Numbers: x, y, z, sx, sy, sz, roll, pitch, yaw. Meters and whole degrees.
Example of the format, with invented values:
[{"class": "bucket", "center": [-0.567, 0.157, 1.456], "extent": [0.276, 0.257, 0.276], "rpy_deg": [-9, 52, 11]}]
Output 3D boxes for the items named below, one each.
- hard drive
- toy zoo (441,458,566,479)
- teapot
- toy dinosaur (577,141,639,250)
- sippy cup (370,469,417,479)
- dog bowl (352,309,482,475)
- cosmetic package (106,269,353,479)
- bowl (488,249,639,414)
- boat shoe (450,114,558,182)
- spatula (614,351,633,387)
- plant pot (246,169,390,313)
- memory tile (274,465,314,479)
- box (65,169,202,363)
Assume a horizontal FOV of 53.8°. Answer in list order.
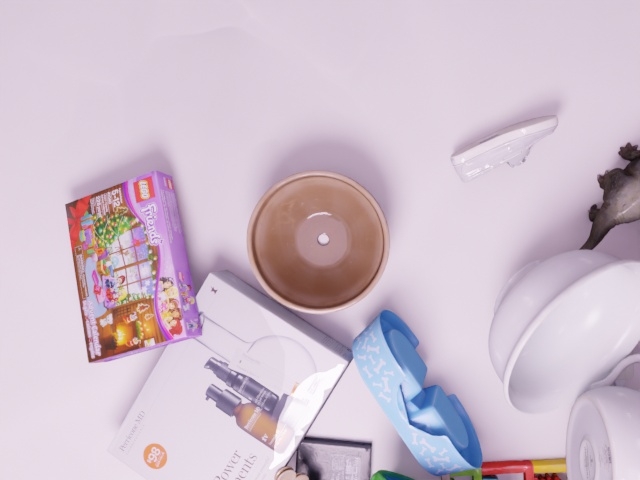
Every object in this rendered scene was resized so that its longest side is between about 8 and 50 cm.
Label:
[{"class": "hard drive", "center": [0.022, 0.409, 1.142], "extent": [0.135, 0.022, 0.094], "rpy_deg": [4, 93, 6]}, {"class": "toy zoo", "center": [0.364, 0.482, 1.104], "extent": [0.293, 0.030, 0.192], "rpy_deg": [-5, 92, 7]}, {"class": "teapot", "center": [0.500, 0.341, 0.963], "extent": [0.187, 0.252, 0.256], "rpy_deg": [2, 108, 3]}, {"class": "toy dinosaur", "center": [0.501, -0.087, 0.995], "extent": [0.314, 0.160, 0.121], "rpy_deg": [-30, 89, 6]}, {"class": "sippy cup", "center": [0.151, 0.512, 0.977], "extent": [0.240, 0.305, 0.224], "rpy_deg": [22, 82, 16]}, {"class": "dog bowl", "center": [0.157, 0.259, 1.056], "extent": [0.074, 0.166, 0.297], "rpy_deg": [-34, 89, 19]}, {"class": "cosmetic package", "center": [-0.158, 0.284, 1.112], "extent": [0.284, 0.097, 0.377], "rpy_deg": [31, 96, 11]}, {"class": "bowl", "center": [0.373, 0.122, 1.003], "extent": [0.298, 0.298, 0.134], "rpy_deg": [-47, 44, 6]}, {"class": "boat shoe", "center": [0.315, -0.152, 1.063], "extent": [0.184, 0.066, 0.063], "rpy_deg": [-24, 104, 5]}, {"class": "spatula", "center": [0.576, 0.273, 1.076], "extent": [0.168, 0.019, 0.242], "rpy_deg": [-2, 92, 5]}, {"class": "plant pot", "center": [0.000, 0.000, 1.080], "extent": [0.237, 0.110, 0.237], "rpy_deg": [0, 94, 6]}, {"class": "memory tile", "center": [-0.052, 0.452, 1.084], "extent": [0.113, 0.012, 0.148], "rpy_deg": [-47, 128, -4]}, {"class": "box", "center": [-0.329, 0.047, 1.096], "extent": [0.201, 0.057, 0.293], "rpy_deg": [-17, 78, 17]}]
